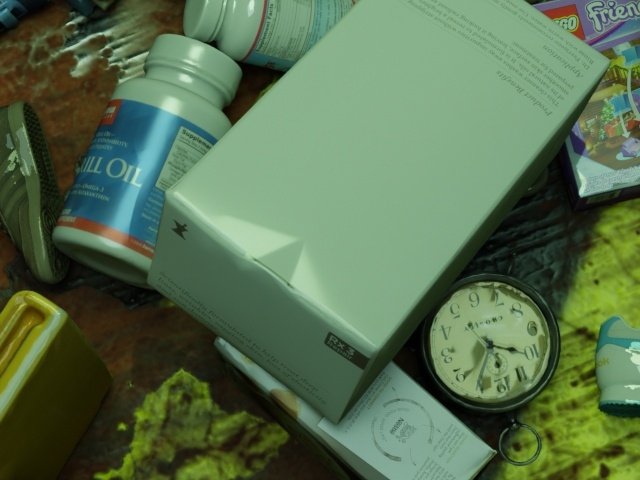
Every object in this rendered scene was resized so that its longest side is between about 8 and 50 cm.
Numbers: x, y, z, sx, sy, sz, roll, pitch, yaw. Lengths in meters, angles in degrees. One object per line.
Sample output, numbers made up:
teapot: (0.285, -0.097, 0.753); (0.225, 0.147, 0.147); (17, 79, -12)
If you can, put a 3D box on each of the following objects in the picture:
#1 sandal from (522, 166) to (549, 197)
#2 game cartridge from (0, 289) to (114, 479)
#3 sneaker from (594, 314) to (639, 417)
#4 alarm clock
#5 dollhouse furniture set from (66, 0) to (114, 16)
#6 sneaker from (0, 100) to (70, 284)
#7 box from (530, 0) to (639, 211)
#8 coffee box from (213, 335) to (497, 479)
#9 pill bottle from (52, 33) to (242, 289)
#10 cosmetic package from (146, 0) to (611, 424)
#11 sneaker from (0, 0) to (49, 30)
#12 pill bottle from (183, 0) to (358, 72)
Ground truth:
sandal: (0.148, -0.113, 1.562); (0.072, 0.049, 0.180); (-35, 77, -8)
game cartridge: (-0.280, 0.199, 1.347); (0.052, 0.324, 0.285); (30, 77, 6)
sneaker: (0.366, 0.109, 1.481); (0.228, 0.087, 0.092); (-1, 73, -1)
alarm clock: (0.159, 0.115, 1.493); (0.129, 0.064, 0.192); (-15, 76, -6)
dollhouse furniture set: (-0.237, -0.427, 1.578); (0.303, 0.198, 0.286); (40, 80, 10)
sneaker: (-0.291, -0.039, 1.554); (0.071, 0.066, 0.188); (-18, 69, 14)
box: (0.362, -0.158, 1.565); (0.293, 0.057, 0.201); (-12, 76, -2)
coffee box: (0.028, 0.152, 1.448); (0.246, 0.141, 0.098); (41, 79, 11)
pill bottle: (-0.156, -0.076, 1.521); (0.124, 0.124, 0.221); (19, 76, 6)
cosmetic package: (0.053, -0.060, 1.391); (0.217, 0.156, 0.385); (38, 61, 10)
sneaker: (-0.329, -0.219, 1.601); (0.144, 0.053, 0.059); (-17, 75, 5)
pill bottle: (-0.045, -0.207, 1.544); (0.160, 0.087, 0.087); (11, 74, -22)
